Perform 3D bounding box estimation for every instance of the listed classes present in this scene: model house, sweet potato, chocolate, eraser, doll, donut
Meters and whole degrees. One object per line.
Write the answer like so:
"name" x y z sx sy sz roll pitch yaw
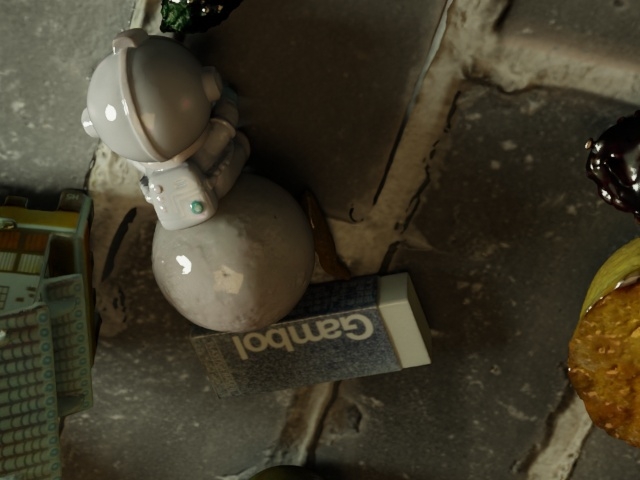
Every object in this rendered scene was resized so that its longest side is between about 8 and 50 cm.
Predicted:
"model house" -0.302 0.081 1.674 0.198 0.215 0.224 4 132 -1
"sweet potato" 0.000 0.000 1.701 0.026 0.026 0.115 -11 132 14
"chocolate" 0.287 -0.056 1.569 0.133 0.156 0.156 4 135 27
"eraser" -0.008 0.090 1.767 0.212 0.046 0.092 -10 131 14
"doll" -0.108 -0.052 1.590 0.151 0.151 0.287 -15 126 18
"donut" 0.298 0.082 1.696 0.152 0.101 0.259 4 133 2

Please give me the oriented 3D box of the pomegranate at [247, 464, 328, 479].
"pomegranate" -0.011 0.311 1.915 0.191 0.131 0.152 16 129 -19

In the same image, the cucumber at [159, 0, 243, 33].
"cucumber" -0.046 -0.254 1.448 0.072 0.072 0.300 24 131 -16
